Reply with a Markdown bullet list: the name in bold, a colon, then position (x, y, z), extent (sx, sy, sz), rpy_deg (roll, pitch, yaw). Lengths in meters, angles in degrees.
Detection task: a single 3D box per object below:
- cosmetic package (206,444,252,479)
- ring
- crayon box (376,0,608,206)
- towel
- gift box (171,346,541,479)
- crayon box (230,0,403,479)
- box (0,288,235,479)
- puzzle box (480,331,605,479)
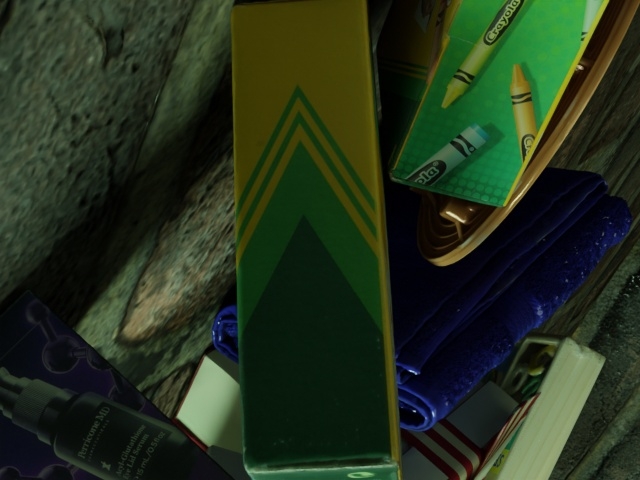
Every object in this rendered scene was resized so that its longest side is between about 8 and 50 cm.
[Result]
- **cosmetic package**: position (-0.084, 0.296, 1.041), extent (0.127, 0.107, 0.238), rpy_deg (-87, -161, -56)
- **ring**: position (0.148, -0.137, 0.950), extent (0.336, 0.032, 0.336), rpy_deg (-61, -172, 15)
- **crayon box**: position (0.117, -0.180, 0.765), extent (0.165, 0.081, 0.278), rpy_deg (-91, -162, -53)
- **towel**: position (0.085, 0.018, 1.058), extent (0.308, 0.228, 0.076), rpy_deg (-37, 129, -38)
- **gift box**: position (0.033, 0.199, 1.184), extent (0.276, 0.258, 0.255), rpy_deg (-31, 154, -45)
- **crayon box**: position (0.000, 0.000, 0.787), extent (0.203, 0.083, 0.323), rpy_deg (78, 9, -68)
- **box**: position (-0.143, 0.158, 0.752), extent (0.153, 0.207, 0.108), rpy_deg (-47, 162, -13)
- **puzzle box**: position (0.146, 0.226, 1.452), extent (0.272, 0.052, 0.409), rpy_deg (-63, -166, -10)
